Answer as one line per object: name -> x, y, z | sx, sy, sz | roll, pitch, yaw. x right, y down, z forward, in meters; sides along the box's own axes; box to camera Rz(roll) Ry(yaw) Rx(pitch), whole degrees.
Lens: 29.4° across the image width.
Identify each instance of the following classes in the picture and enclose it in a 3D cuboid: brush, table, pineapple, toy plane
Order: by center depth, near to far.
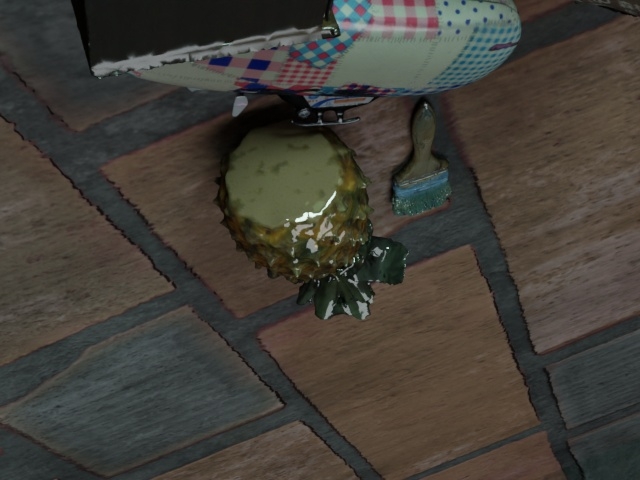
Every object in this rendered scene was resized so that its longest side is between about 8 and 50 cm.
table -> -0.076, -0.234, 0.730 | 0.172, 0.169, 0.193 | -12, 150, -14
toy plane -> -0.019, -0.137, 1.023 | 0.197, 0.053, 0.078 | -4, 152, -18
pineapple -> 0.000, 0.000, 1.217 | 0.170, 0.141, 0.310 | 14, 161, 16
brush -> 0.106, -0.085, 1.267 | 0.070, 0.021, 0.196 | -18, 152, -7

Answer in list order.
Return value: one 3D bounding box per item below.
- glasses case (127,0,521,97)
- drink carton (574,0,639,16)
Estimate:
glasses case -> -0.006, -0.159, 0.920 | 0.327, 0.076, 0.125 | 0, 162, -18
drink carton -> 0.204, -0.289, 0.769 | 0.324, 0.132, 0.194 | 33, 82, -57
